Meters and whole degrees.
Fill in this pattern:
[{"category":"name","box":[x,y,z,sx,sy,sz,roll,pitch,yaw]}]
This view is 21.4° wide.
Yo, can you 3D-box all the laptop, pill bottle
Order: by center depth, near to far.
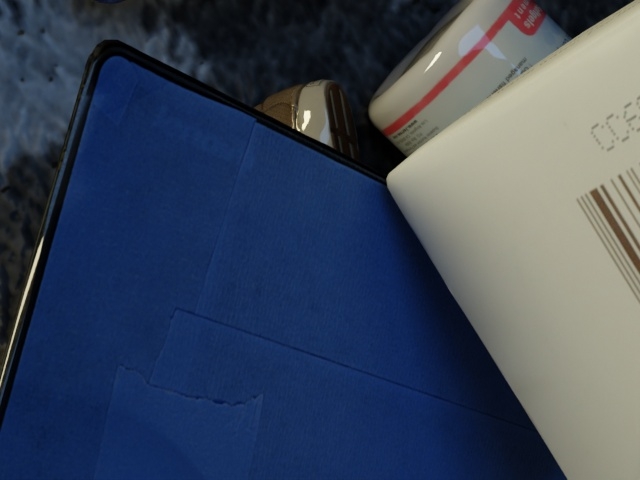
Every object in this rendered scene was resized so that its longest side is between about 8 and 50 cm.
[{"category":"laptop","box":[0.080,0.203,0.508,0.382,0.408,0.236,23,112,-47]},{"category":"pill bottle","box":[0.105,-0.033,0.745,0.160,0.087,0.087,43,69,-7]}]

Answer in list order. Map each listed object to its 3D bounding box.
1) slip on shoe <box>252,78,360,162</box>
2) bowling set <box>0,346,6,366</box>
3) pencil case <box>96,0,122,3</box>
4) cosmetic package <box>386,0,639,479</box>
[{"category":"slip on shoe","box":[0.000,0.000,0.728,0.041,0.051,0.135,-12,91,18]},{"category":"bowling set","box":[-0.083,0.162,0.584,0.154,0.200,0.287,-24,91,-23]},{"category":"pencil case","box":[0.020,-0.195,0.731,0.306,0.119,0.133,-17,107,-23]},{"category":"cosmetic package","box":[0.223,-0.061,0.644,0.385,0.217,0.156,-29,88,-51]}]
